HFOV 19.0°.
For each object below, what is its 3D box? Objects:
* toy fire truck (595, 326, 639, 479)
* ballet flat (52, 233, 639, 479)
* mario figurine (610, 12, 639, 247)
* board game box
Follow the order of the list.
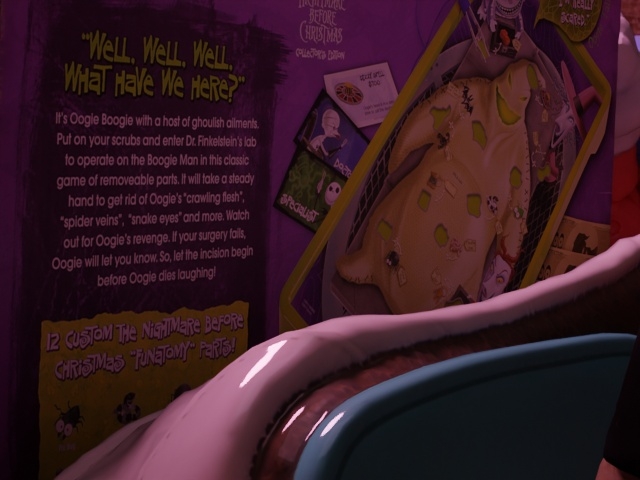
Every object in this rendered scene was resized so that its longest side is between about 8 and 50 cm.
[{"bbox_3d":[0.183,0.090,0.320,0.246,0.158,0.217,16,2,-17],"label":"toy fire truck"},{"bbox_3d":[0.075,0.066,0.549,0.139,0.139,0.400,10,9,40],"label":"ballet flat"},{"bbox_3d":[0.182,-0.047,0.854,0.198,0.320,0.170,-33,-9,-25],"label":"mario figurine"},{"bbox_3d":[0.000,0.002,0.614,0.056,0.208,0.347,10,7,34],"label":"board game box"}]
